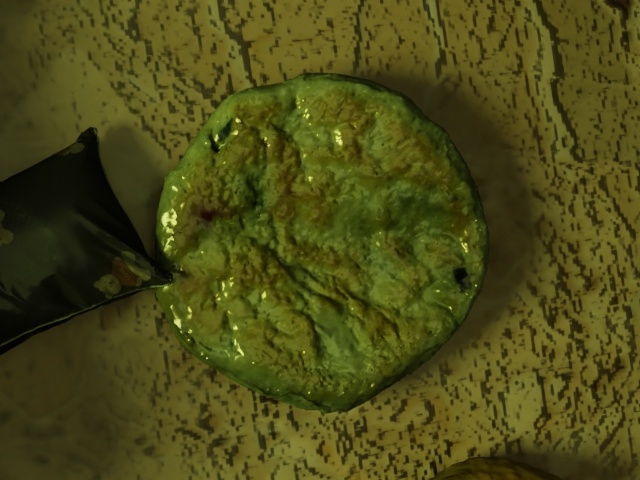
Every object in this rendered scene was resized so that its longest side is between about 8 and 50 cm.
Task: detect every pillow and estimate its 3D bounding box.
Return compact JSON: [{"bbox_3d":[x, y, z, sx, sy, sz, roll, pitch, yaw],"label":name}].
[{"bbox_3d":[-0.162,0.012,0.618,0.150,0.048,0.090,-26,98,-11],"label":"pillow"}]

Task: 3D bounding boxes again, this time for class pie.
[{"bbox_3d":[0.000,0.000,0.662,0.186,0.041,0.187,0,89,-14],"label":"pie"}]

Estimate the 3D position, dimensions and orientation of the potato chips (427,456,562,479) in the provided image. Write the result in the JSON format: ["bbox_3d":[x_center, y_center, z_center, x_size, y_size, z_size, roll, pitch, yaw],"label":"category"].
[{"bbox_3d":[-0.035,0.228,0.637,0.407,0.057,0.080,-36,93,-13],"label":"potato chips"}]
